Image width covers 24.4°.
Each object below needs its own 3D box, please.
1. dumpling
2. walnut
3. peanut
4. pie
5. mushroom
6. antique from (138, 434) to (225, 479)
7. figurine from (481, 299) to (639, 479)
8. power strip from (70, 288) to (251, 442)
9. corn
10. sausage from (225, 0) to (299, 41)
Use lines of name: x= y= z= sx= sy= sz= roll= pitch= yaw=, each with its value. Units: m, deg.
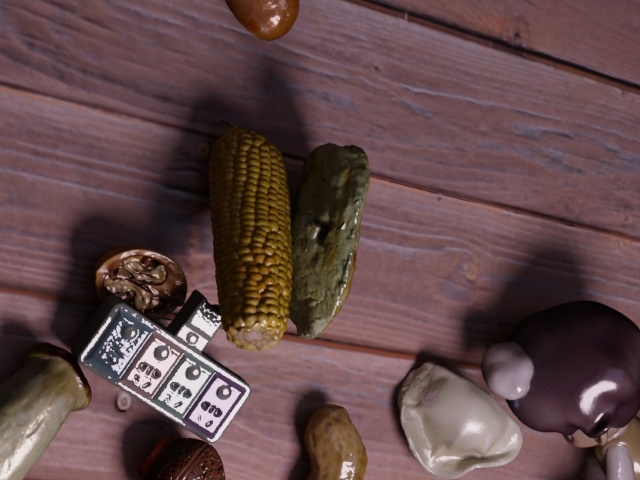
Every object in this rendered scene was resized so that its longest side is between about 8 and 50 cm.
dumpling: x=0.182 y=0.256 z=1.986 sx=0.169 sy=0.100 sz=0.134 roll=44 pitch=68 yaw=-24
walnut: x=-0.216 y=0.042 z=1.747 sx=0.121 sy=0.052 sz=0.091 roll=25 pitch=108 yaw=-33
peanut: x=0.014 y=0.305 z=1.882 sx=0.089 sy=0.089 sz=0.192 roll=7 pitch=79 yaw=-34
pie: x=0.000 y=0.000 z=1.830 sx=0.090 sy=0.201 sz=0.248 roll=9 pitch=95 yaw=-9
mushroom: x=-0.369 y=0.246 z=1.620 sx=0.100 sy=0.081 sz=0.312 roll=46 pitch=65 yaw=-17
antique: x=-0.160 y=0.282 z=1.750 sx=0.104 sy=0.104 sz=0.104 roll=2 pitch=86 yaw=-34
figurine: x=0.379 y=0.241 z=2.096 sx=0.218 sy=0.206 sz=0.365 roll=-61 pitch=141 yaw=-40
power strip: x=-0.171 y=0.129 z=1.748 sx=0.216 sy=0.061 sz=0.145 roll=37 pitch=89 yaw=-28
corn: x=-0.080 y=-0.011 z=1.767 sx=0.101 sy=0.101 sz=0.310 roll=16 pitch=50 yaw=-33
sausage: x=-0.111 y=-0.370 z=1.817 sx=0.109 sy=0.109 sz=0.270 roll=-44 pitch=113 yaw=-28
